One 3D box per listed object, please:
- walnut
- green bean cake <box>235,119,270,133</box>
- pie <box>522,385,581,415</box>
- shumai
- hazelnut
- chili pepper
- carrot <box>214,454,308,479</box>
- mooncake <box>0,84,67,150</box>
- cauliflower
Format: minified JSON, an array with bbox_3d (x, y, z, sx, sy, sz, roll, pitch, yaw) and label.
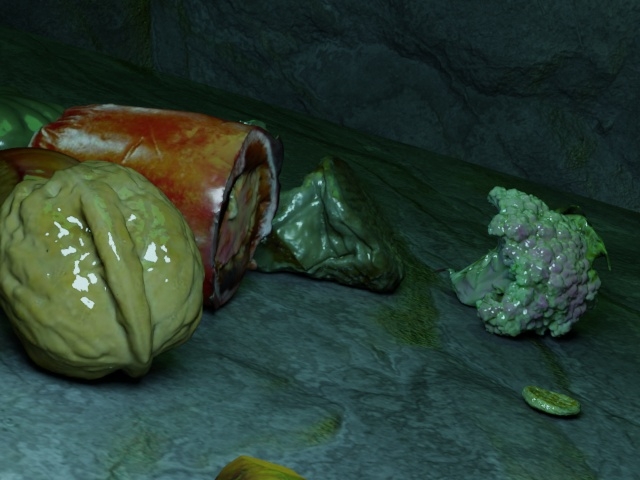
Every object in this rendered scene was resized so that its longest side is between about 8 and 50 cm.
[{"bbox_3d":[-0.244,0.039,1.475,0.224,0.257,0.257,-19,26,-19],"label":"walnut"},{"bbox_3d":[-0.187,-0.109,2.095,0.223,0.125,0.227,-17,-2,-12],"label":"green bean cake"},{"bbox_3d":[0.299,0.211,1.732,0.084,0.021,0.084,15,10,-3],"label":"pie"},{"bbox_3d":[0.000,0.000,2.084,0.272,0.204,0.222,48,18,-34],"label":"shumai"},{"bbox_3d":[-0.362,-0.008,1.664,0.186,0.210,0.210,-15,4,20],"label":"hazelnut"},{"bbox_3d":[-0.221,-0.058,1.821,0.305,0.251,0.229,15,46,24],"label":"chili pepper"},{"bbox_3d":[-0.039,0.261,1.021,0.114,0.114,0.302,12,15,-10],"label":"carrot"},{"bbox_3d":[-0.523,-0.133,1.956,0.351,0.187,0.351,14,12,-3],"label":"mooncake"},{"bbox_3d":[0.303,0.054,2.086,0.315,0.239,0.256,-18,-26,41],"label":"cauliflower"}]
